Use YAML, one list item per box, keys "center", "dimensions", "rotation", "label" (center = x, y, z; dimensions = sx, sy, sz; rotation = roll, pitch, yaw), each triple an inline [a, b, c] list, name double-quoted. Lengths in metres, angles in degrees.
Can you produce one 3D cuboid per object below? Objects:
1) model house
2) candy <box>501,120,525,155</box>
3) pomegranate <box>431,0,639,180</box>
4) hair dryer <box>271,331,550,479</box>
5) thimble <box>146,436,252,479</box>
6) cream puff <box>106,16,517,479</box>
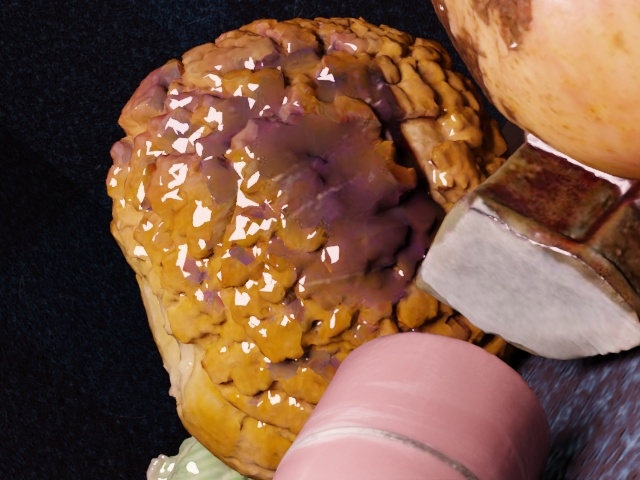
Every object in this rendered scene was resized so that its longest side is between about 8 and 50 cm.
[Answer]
- center: [0.162, -0.012, 0.745]
  dimensions: [0.152, 0.165, 0.106]
  rotation: [-45, -29, -25]
  label: "model house"
- center: [0.230, -0.101, 1.030]
  dimensions: [0.255, 0.094, 0.255]
  rotation: [-51, 4, 5]
  label: "candy"
- center: [0.200, -0.175, 0.636]
  dimensions: [0.322, 0.322, 0.322]
  rotation: [-50, 3, 3]
  label: "pomegranate"
- center: [-0.014, 0.228, 0.675]
  dimensions: [0.210, 0.125, 0.352]
  rotation: [-56, -4, -49]
  label: "hair dryer"
- center: [-0.088, 0.244, 1.018]
  dimensions: [0.219, 0.150, 0.219]
  rotation: [-50, 3, 4]
  label: "thimble"
- center: [0.000, 0.000, 0.897]
  dimensions: [0.231, 0.327, 0.342]
  rotation: [125, 163, -72]
  label: "cream puff"
